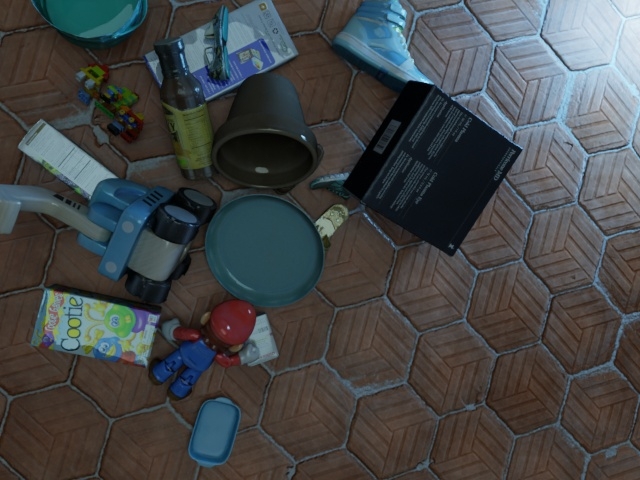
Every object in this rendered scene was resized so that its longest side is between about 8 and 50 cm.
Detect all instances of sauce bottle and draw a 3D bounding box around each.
[{"bbox_3d":[-0.333,-0.322,1.614,0.111,0.111,0.345,-16,117,-11],"label":"sauce bottle"}]

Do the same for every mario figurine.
[{"bbox_3d":[-0.287,0.265,1.684,0.320,0.170,0.198,-41,137,14],"label":"mario figurine"}]

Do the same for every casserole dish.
[{"bbox_3d":[-0.283,0.508,1.741,0.114,0.037,0.189,17,87,-12],"label":"casserole dish"}]

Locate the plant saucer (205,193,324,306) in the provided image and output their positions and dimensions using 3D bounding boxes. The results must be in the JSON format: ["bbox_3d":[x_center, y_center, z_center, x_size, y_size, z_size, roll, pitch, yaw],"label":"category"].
[{"bbox_3d":[-0.142,0.024,1.696,0.317,0.044,0.318,4,114,9],"label":"plant saucer"}]

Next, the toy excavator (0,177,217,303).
[{"bbox_3d":[-0.516,-0.045,1.498,0.445,0.433,0.222,27,108,-3],"label":"toy excavator"}]

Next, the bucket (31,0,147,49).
[{"bbox_3d":[-0.559,-0.606,1.583,0.281,0.183,0.281,0,92,-12],"label":"bucket"}]

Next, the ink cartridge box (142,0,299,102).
[{"bbox_3d":[-0.258,-0.481,1.710,0.370,0.069,0.176,-30,98,-12],"label":"ink cartridge box"}]

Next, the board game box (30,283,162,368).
[{"bbox_3d":[-0.549,0.210,1.622,0.275,0.144,0.142,14,88,-13],"label":"board game box"}]

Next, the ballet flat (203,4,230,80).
[{"bbox_3d":[-0.264,-0.500,1.649,0.070,0.070,0.189,-1,89,-12],"label":"ballet flat"}]

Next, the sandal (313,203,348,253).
[{"bbox_3d":[-0.005,-0.004,1.766,0.088,0.079,0.240,39,83,-10],"label":"sandal"}]

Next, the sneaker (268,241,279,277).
[{"bbox_3d":[-0.120,0.022,1.745,0.063,0.075,0.171,2,91,-12],"label":"sneaker"}]

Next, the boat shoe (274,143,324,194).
[{"bbox_3d":[-0.053,-0.192,1.762,0.178,0.060,0.064,-46,99,-8],"label":"boat shoe"}]

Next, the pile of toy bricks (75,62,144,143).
[{"bbox_3d":[-0.509,-0.353,1.652,0.212,0.118,0.105,40,54,6],"label":"pile of toy bricks"}]

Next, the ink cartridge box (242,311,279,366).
[{"bbox_3d":[-0.172,0.265,1.751,0.088,0.052,0.123,-17,93,-10],"label":"ink cartridge box"}]

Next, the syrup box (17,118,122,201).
[{"bbox_3d":[-0.618,-0.189,1.624,0.237,0.093,0.096,38,84,-10],"label":"syrup box"}]

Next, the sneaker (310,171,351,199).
[{"bbox_3d":[0.055,-0.146,1.787,0.166,0.065,0.076,-8,98,-10],"label":"sneaker"}]

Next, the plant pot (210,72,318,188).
[{"bbox_3d":[-0.139,-0.291,1.656,0.263,0.263,0.229,5,61,-12],"label":"plant pot"}]

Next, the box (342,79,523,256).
[{"bbox_3d":[0.290,-0.189,1.720,0.312,0.179,0.343,30,97,-21],"label":"box"}]

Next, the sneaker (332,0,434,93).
[{"bbox_3d":[0.213,-0.536,1.779,0.319,0.127,0.208,30,86,-12],"label":"sneaker"}]
